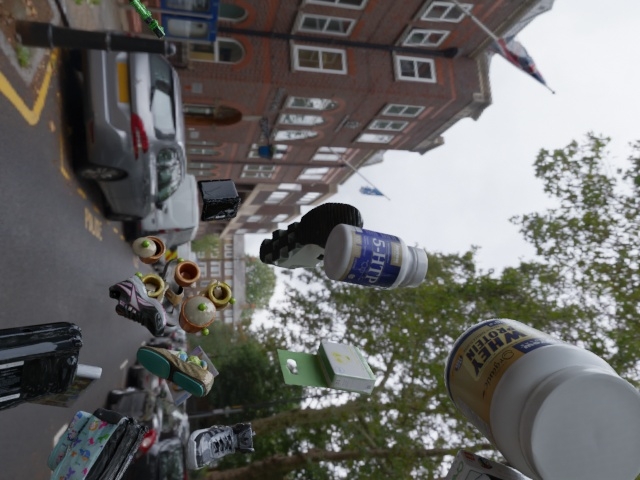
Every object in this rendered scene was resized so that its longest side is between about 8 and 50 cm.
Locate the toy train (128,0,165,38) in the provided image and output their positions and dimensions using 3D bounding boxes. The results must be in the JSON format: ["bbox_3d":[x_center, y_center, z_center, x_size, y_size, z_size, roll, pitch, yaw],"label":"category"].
[{"bbox_3d":[-0.270,-0.346,0.736,0.083,0.017,0.023,49,8,-52],"label":"toy train"}]

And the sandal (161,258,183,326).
[{"bbox_3d":[-0.456,0.158,1.498,0.060,0.090,0.219,-17,-123,40],"label":"sandal"}]

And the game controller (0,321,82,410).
[{"bbox_3d":[-0.633,0.259,0.963,0.067,0.319,0.166,21,-82,29],"label":"game controller"}]

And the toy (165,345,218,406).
[{"bbox_3d":[-0.392,0.371,1.390,0.056,0.137,0.237,59,-18,-18],"label":"toy"}]

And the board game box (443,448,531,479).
[{"bbox_3d":[0.277,0.542,0.853,0.053,0.193,0.305,-80,-169,-80],"label":"board game box"}]

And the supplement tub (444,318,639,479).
[{"bbox_3d":[0.378,0.277,0.849,0.316,0.228,0.228,-159,-111,-83],"label":"supplement tub"}]

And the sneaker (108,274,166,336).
[{"bbox_3d":[-0.408,0.154,1.060,0.178,0.077,0.072,37,-54,32],"label":"sneaker"}]

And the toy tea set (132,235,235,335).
[{"bbox_3d":[-0.401,0.117,1.362,0.124,0.336,0.200,-45,-168,48],"label":"toy tea set"}]

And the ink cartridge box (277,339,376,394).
[{"bbox_3d":[0.012,0.332,1.291,0.171,0.235,0.056,-125,-128,-68],"label":"ink cartridge box"}]

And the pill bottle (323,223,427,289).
[{"bbox_3d":[0.111,0.038,0.952,0.112,0.187,0.112,-169,-90,-70],"label":"pill bottle"}]

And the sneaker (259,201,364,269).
[{"bbox_3d":[0.000,0.000,1.282,0.331,0.146,0.122,-20,-124,37],"label":"sneaker"}]

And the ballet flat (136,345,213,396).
[{"bbox_3d":[-0.350,0.311,1.171,0.067,0.206,0.073,-39,155,-62],"label":"ballet flat"}]

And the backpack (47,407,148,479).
[{"bbox_3d":[-0.646,0.624,1.368,0.225,0.191,0.253,86,18,-56],"label":"backpack"}]

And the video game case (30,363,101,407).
[{"bbox_3d":[-0.809,0.390,1.332,0.329,0.300,0.036,-40,-139,41],"label":"video game case"}]

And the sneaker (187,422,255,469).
[{"bbox_3d":[-0.283,0.598,1.419,0.268,0.153,0.101,45,35,-77],"label":"sneaker"}]

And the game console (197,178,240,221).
[{"bbox_3d":[-0.317,-0.124,1.474,0.071,0.122,0.107,43,-52,37],"label":"game console"}]
